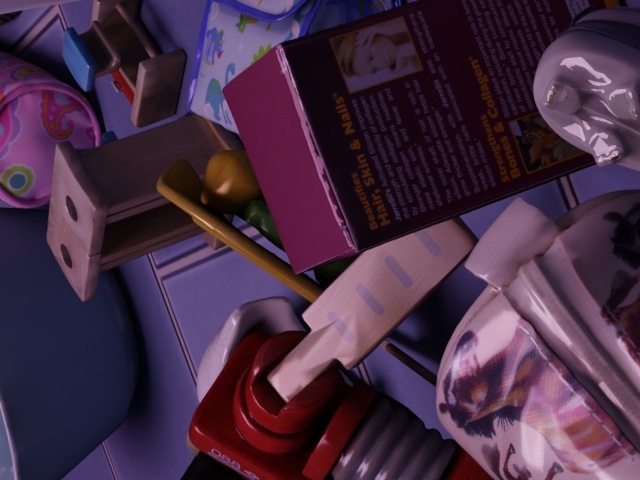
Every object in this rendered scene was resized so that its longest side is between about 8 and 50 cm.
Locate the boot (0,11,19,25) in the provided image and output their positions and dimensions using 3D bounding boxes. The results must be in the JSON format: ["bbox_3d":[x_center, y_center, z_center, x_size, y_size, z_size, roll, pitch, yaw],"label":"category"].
[{"bbox_3d":[-0.364,-0.299,1.737,0.190,0.076,0.208,-5,83,35],"label":"boot"}]

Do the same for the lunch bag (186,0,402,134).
[{"bbox_3d":[-0.014,-0.134,1.130,0.129,0.096,0.151,30,112,53],"label":"lunch bag"}]

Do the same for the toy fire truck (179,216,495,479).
[{"bbox_3d":[0.047,0.105,1.058,0.217,0.158,0.246,32,156,6],"label":"toy fire truck"}]

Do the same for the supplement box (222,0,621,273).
[{"bbox_3d":[0.062,-0.064,0.905,0.081,0.188,0.104,-24,86,66],"label":"supplement box"}]

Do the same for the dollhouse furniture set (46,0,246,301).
[{"bbox_3d":[-0.163,-0.075,1.421,0.183,0.129,0.129,56,152,25],"label":"dollhouse furniture set"}]

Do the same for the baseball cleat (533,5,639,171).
[{"bbox_3d":[0.196,-0.044,0.797,0.206,0.109,0.072,34,135,6],"label":"baseball cleat"}]

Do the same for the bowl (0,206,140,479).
[{"bbox_3d":[-0.282,0.094,1.747,0.311,0.163,0.311,43,143,44],"label":"bowl"}]

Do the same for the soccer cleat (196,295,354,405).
[{"bbox_3d":[0.005,0.188,1.291,0.331,0.116,0.143,58,153,24],"label":"soccer cleat"}]

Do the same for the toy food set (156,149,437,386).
[{"bbox_3d":[0.000,0.000,1.179,0.218,0.071,0.128,35,179,-23],"label":"toy food set"}]

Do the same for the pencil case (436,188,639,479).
[{"bbox_3d":[0.209,0.156,0.796,0.410,0.160,0.183,53,177,33],"label":"pencil case"}]

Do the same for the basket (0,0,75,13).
[{"bbox_3d":[-0.259,-0.237,1.461,0.113,0.167,0.103,21,120,58],"label":"basket"}]

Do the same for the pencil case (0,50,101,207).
[{"bbox_3d":[-0.303,-0.111,1.697,0.284,0.124,0.124,22,128,58],"label":"pencil case"}]
